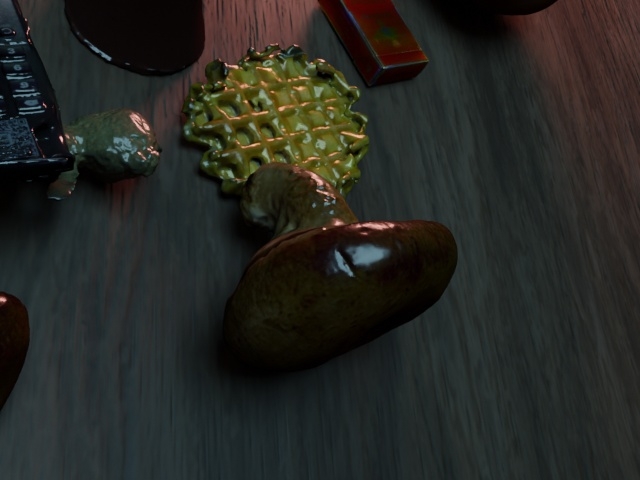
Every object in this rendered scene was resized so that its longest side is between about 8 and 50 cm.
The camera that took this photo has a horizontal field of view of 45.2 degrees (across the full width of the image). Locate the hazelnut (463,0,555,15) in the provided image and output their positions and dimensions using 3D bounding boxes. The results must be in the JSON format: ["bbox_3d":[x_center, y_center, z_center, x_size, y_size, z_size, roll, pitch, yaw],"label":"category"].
[{"bbox_3d":[0.317,-0.571,1.351,0.365,0.366,0.366,15,57,-24],"label":"hazelnut"}]

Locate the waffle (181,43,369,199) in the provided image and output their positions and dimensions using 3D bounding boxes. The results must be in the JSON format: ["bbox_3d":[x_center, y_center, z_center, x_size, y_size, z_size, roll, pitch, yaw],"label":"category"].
[{"bbox_3d":[-0.050,-0.160,1.040,0.262,0.060,0.280,26,56,-19],"label":"waffle"}]

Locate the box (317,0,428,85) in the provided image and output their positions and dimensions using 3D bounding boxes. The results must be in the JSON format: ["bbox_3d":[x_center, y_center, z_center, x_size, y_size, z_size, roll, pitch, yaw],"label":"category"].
[{"bbox_3d":[0.084,-0.335,1.231,0.112,0.048,0.175,-18,73,-39],"label":"box"}]

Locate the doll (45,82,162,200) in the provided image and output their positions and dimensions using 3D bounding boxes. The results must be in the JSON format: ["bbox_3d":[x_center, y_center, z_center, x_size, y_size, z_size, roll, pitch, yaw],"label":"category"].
[{"bbox_3d":[-0.316,-0.098,0.828,0.202,0.091,0.286,28,31,28],"label":"doll"}]

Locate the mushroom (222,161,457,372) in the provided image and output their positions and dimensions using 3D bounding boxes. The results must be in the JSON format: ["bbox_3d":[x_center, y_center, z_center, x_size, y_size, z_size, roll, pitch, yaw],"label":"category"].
[{"bbox_3d":[0.006,0.032,0.843,0.254,0.267,0.267,47,50,-10],"label":"mushroom"}]

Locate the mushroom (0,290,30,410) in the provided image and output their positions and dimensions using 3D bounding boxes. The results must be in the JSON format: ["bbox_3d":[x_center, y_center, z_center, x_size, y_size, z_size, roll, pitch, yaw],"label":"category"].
[{"bbox_3d":[-0.389,0.118,0.652,0.217,0.148,0.227,21,43,3],"label":"mushroom"}]

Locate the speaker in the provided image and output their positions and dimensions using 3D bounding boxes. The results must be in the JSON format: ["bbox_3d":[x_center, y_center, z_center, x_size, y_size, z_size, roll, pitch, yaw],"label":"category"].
[{"bbox_3d":[-0.142,-0.376,0.953,0.259,0.329,0.198,-7,67,-41],"label":"speaker"}]

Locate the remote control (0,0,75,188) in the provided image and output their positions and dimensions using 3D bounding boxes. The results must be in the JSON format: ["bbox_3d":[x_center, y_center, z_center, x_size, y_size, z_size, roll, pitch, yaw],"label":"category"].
[{"bbox_3d":[-0.367,-0.201,0.812,0.144,0.062,0.399,-11,54,-29],"label":"remote control"}]
